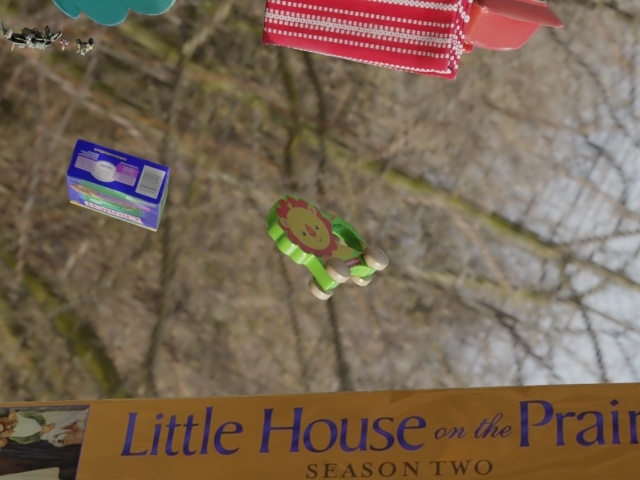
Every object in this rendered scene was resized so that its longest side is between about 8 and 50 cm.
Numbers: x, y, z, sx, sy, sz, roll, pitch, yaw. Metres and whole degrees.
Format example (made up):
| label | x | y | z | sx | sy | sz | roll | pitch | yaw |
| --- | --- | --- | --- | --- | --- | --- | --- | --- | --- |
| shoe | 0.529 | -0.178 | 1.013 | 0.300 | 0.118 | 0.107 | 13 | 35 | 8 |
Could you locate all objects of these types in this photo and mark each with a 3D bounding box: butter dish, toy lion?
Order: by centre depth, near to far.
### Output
| label | x | y | z | sx | sy | sz | roll | pitch | yaw |
| --- | --- | --- | --- | --- | --- | --- | --- | --- | --- |
| toy lion | 0.000 | 0.000 | 1.340 | 0.034 | 0.096 | 0.100 | -45 | 163 | 32 |
| butter dish | 0.210 | -0.300 | 2.032 | 0.118 | 0.159 | 0.160 | -59 | -138 | 30 |

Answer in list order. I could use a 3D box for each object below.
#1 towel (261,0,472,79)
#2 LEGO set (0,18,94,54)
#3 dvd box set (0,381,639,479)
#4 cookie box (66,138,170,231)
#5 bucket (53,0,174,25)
| label | x | y | z | sx | sy | sz | roll | pitch | yaw |
| --- | --- | --- | --- | --- | --- | --- | --- | --- | --- |
| towel | 0.053 | -0.295 | 1.379 | 0.031 | 0.198 | 0.275 | -20 | 122 | -66 |
| LEGO set | -0.234 | -0.167 | 1.312 | 0.054 | 0.083 | 0.023 | -26 | 134 | -61 |
| dvd box set | 0.038 | 0.179 | 0.787 | 0.308 | 0.420 | 0.062 | 76 | 16 | -50 |
| cookie box | -0.190 | -0.051 | 1.456 | 0.107 | 0.091 | 0.040 | 118 | -10 | -76 |
| bucket | -0.203 | -0.374 | 1.519 | 0.281 | 0.183 | 0.281 | -28 | 150 | -18 |
